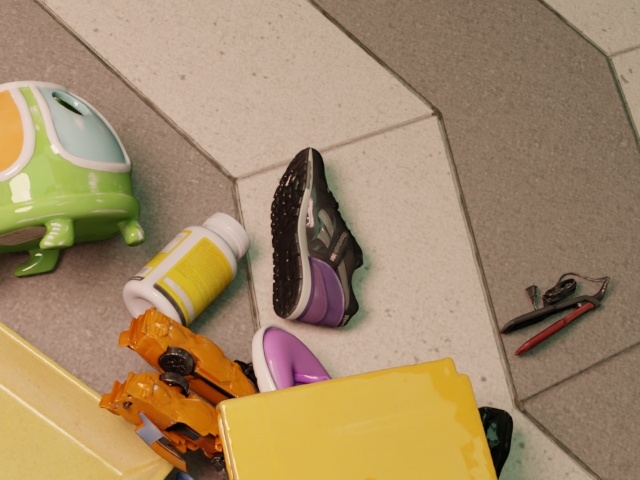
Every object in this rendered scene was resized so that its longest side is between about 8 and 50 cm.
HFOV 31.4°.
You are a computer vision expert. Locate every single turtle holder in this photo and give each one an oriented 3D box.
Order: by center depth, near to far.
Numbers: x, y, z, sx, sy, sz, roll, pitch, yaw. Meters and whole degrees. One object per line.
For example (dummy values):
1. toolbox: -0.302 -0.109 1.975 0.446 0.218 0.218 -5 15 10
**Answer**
1. turtle holder: -0.346 -0.086 1.508 0.320 0.243 0.227 -8 82 -40

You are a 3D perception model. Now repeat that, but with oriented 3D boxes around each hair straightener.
1. hair straightener: 0.365 0.094 1.776 0.230 0.047 0.089 -26 72 -29

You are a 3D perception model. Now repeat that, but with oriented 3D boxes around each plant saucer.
1. plant saucer: -0.404 0.302 1.385 0.333 0.081 0.332 36 56 4

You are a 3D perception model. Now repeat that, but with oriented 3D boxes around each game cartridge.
1. game cartridge: 0.057 0.305 1.382 0.324 0.052 0.285 -8 73 -17

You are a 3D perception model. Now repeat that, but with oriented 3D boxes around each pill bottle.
1. pill bottle: -0.182 0.045 1.593 0.103 0.103 0.184 39 57 7

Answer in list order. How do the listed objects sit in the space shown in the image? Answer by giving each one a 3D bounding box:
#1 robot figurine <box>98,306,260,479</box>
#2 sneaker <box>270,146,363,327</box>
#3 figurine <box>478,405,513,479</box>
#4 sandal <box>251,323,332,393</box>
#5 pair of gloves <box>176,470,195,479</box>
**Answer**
1. robot figurine: -0.137 0.221 1.456 0.291 0.085 0.211 40 37 -27
2. sneaker: 0.000 0.000 1.698 0.124 0.107 0.283 16 60 -26
3. figurine: 0.183 0.313 1.518 0.215 0.092 0.209 34 50 -48
4. sandal: 0.053 0.278 1.495 0.416 0.102 0.169 60 21 7
5. pair of gloves: -0.199 0.378 1.409 0.159 0.023 0.198 18 56 20
